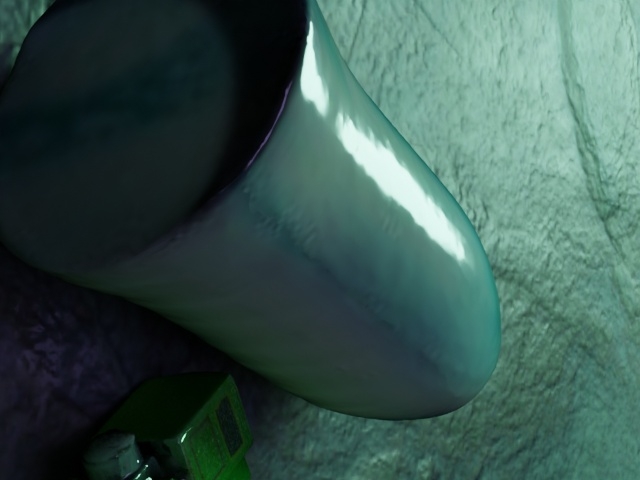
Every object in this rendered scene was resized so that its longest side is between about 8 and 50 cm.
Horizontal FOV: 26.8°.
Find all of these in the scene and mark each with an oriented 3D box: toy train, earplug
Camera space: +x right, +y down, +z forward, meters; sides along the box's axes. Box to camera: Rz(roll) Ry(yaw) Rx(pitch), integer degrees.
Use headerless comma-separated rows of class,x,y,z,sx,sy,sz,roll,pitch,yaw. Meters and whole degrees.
toy train,-0.059,0.195,0.702,0.119,0.085,0.251,-51,129,-54
earplug,0.000,0.000,0.714,0.324,0.185,0.185,39,60,-47
